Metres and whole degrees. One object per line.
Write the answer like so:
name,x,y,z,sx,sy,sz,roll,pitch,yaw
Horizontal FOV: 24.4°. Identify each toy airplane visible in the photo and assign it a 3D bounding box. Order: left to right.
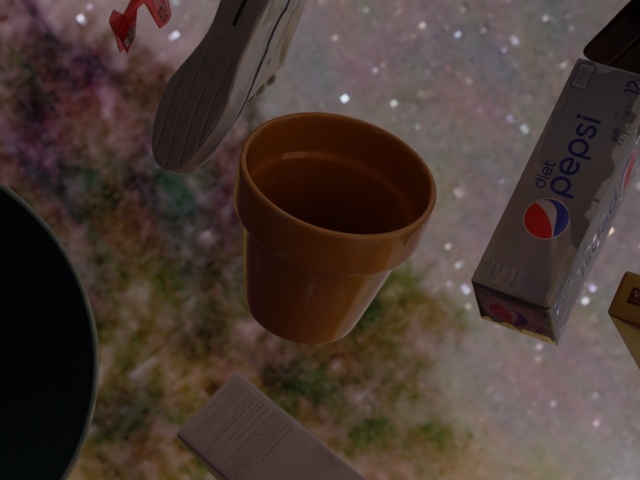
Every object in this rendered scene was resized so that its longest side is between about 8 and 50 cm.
toy airplane,-0.206,-0.276,1.697,0.028,0.151,0.151,14,-31,12

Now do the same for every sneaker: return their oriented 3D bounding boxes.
sneaker,-0.085,-0.179,1.564,0.094,0.258,0.091,33,5,34

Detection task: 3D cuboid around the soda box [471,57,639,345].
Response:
soda box,0.258,-0.042,1.541,0.091,0.286,0.098,20,-20,22

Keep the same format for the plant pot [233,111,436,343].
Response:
plant pot,0.000,0.000,1.555,0.205,0.205,0.188,41,-45,28

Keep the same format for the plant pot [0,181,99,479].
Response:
plant pot,-0.309,0.087,1.046,0.290,0.290,0.195,54,-12,-5

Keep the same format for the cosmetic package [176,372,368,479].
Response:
cosmetic package,-0.039,0.405,2.418,0.385,0.156,0.217,32,-16,42

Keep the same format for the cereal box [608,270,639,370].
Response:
cereal box,0.355,0.114,1.271,0.173,0.047,0.240,18,-16,30

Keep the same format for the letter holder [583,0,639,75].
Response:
letter holder,0.511,-0.191,1.923,0.301,0.152,0.214,17,-29,-16
